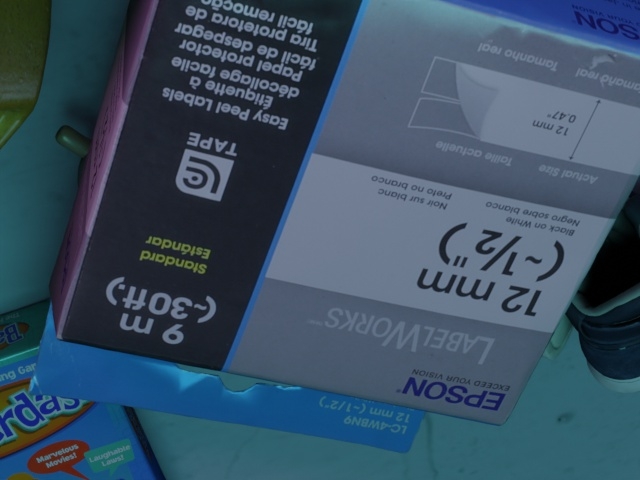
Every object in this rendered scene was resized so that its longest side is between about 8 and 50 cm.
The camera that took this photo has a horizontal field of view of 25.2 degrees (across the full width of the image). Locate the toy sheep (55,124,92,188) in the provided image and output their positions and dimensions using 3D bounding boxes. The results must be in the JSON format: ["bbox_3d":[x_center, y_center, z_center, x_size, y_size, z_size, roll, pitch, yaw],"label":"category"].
[{"bbox_3d":[-0.095,-0.031,0.834,0.132,0.091,0.091,36,110,-18],"label":"toy sheep"}]

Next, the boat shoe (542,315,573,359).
[{"bbox_3d":[0.100,-0.046,0.893,0.099,0.116,0.319,10,145,30],"label":"boat shoe"}]

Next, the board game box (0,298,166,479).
[{"bbox_3d":[-0.198,0.146,0.955,0.160,0.047,0.210,-19,127,-2],"label":"board game box"}]

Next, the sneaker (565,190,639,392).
[{"bbox_3d":[0.246,-0.011,0.908,0.226,0.086,0.163,-43,144,-2],"label":"sneaker"}]

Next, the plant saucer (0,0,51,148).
[{"bbox_3d":[-0.279,-0.005,0.662,0.081,0.333,0.333,47,108,7],"label":"plant saucer"}]

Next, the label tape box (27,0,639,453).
[{"bbox_3d":[0.000,0.000,0.747,0.249,0.115,0.348,12,122,-15],"label":"label tape box"}]
